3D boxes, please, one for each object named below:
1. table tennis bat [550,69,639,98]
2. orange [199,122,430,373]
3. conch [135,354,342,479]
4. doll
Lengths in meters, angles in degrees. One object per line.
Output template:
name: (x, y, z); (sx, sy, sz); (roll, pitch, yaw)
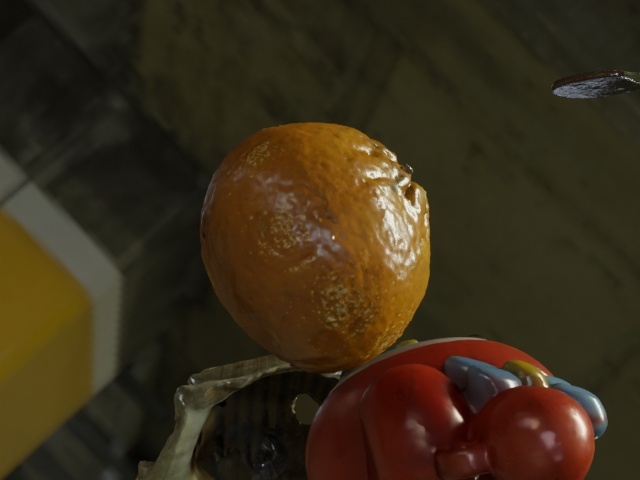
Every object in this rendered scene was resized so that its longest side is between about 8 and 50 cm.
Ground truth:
table tennis bat: (0.314, -0.165, 1.973); (0.156, 0.013, 0.087); (-9, -13, 33)
orange: (-0.001, -0.001, 1.007); (0.135, 0.117, 0.135); (36, 17, -13)
conch: (-0.040, 0.189, 1.573); (0.186, 0.324, 0.263); (-122, -161, -46)
doll: (0.071, 0.119, 1.095); (0.290, 0.161, 0.129); (145, -65, -80)
